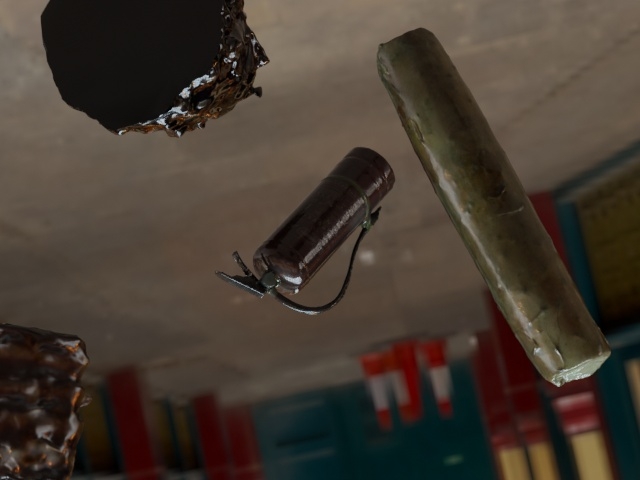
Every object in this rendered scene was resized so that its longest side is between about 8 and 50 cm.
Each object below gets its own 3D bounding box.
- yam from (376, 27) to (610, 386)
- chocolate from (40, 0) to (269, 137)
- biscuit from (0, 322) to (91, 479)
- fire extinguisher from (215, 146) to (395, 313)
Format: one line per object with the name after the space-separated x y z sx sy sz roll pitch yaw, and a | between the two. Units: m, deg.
0.137 -0.028 1.470 0.071 0.317 0.067 -36 168 39 | yam
-0.103 -0.135 1.297 0.156 0.156 0.133 -15 164 22 | chocolate
-0.278 0.046 0.699 0.388 0.073 0.107 13 169 -39 | biscuit
0.000 0.000 1.287 0.157 0.078 0.045 -47 178 -36 | fire extinguisher
